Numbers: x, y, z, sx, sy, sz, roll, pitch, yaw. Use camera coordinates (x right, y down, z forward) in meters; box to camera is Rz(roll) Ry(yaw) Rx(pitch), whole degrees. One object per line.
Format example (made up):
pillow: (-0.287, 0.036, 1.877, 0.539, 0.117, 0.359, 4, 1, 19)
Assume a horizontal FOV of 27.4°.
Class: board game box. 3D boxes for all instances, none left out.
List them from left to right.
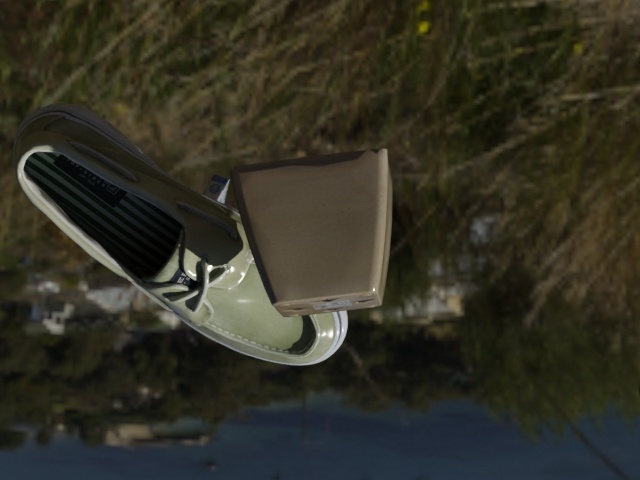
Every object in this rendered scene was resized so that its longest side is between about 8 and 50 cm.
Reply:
board game box: (-0.119, -0.008, 1.335, 0.020, 0.090, 0.090, 16, 118, 1)

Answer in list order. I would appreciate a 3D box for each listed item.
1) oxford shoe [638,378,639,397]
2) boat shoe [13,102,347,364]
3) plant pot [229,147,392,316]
oxford shoe: (0.400, 0.196, 1.405, 0.130, 0.123, 0.348, 2, -169, -9)
boat shoe: (-0.110, 0.012, 1.000, 0.302, 0.094, 0.109, 34, 110, -13)
plant pot: (0.000, 0.000, 0.929, 0.109, 0.096, 0.109, -6, 169, 4)
